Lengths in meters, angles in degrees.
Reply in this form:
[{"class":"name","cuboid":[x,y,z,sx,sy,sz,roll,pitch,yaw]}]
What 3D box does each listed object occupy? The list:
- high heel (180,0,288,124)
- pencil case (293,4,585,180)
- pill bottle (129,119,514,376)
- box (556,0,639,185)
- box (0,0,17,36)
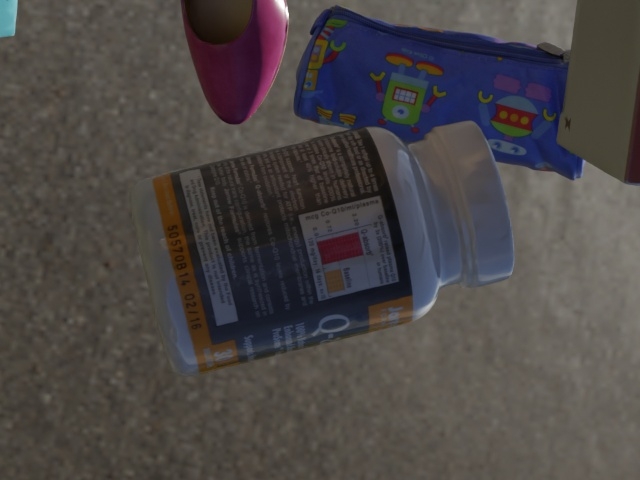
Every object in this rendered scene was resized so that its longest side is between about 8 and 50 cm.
[{"class":"high heel","cuboid":[-0.080,-0.189,1.052,0.117,0.082,0.244,-29,128,-56]},{"class":"pencil case","cuboid":[0.128,-0.150,1.542,0.119,0.306,0.133,-67,168,-54]},{"class":"pill bottle","cuboid":[0.000,0.000,1.242,0.162,0.278,0.162,167,-90,-85]},{"class":"box","cuboid":[0.209,-0.092,0.727,0.091,0.170,0.130,-128,-139,-70]},{"class":"box","cuboid":[-0.333,-0.192,1.143,0.244,0.060,0.101,-15,118,-47]}]
